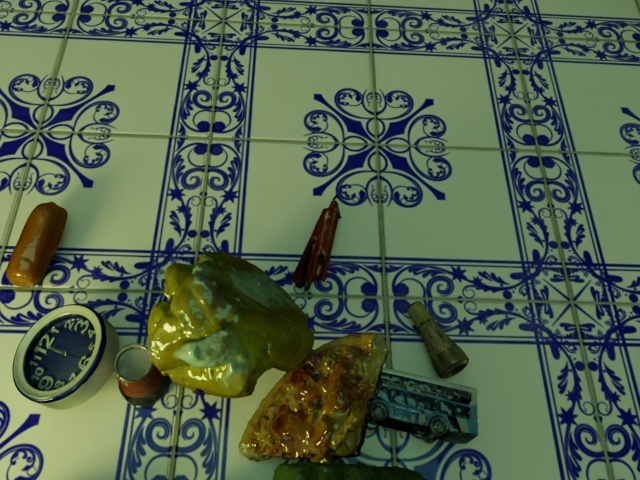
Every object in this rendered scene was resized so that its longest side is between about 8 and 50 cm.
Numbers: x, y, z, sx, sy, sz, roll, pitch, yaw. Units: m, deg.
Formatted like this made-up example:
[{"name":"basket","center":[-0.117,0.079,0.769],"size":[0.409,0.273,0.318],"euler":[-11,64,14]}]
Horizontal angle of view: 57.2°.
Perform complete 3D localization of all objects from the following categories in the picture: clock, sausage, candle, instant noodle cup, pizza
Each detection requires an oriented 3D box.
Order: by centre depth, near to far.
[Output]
[{"name":"pizza","center":[-0.009,0.357,1.269],"size":[0.408,0.114,0.278],"euler":[-39,36,9]},{"name":"instant noodle cup","center":[-0.410,0.296,1.330],"size":[0.127,0.136,0.127],"euler":[2,60,-3]},{"name":"clock","center":[-0.575,0.262,1.334],"size":[0.230,0.083,0.231],"euler":[-10,57,15]},{"name":"sausage","center":[-0.719,0.005,1.497],"size":[0.098,0.098,0.239],"euler":[10,62,2]},{"name":"candle","center":[0.000,0.000,1.568],"size":[0.084,0.059,0.302],"euler":[19,61,-4]}]

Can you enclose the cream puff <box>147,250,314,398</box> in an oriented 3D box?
[{"name":"cream puff","center":[-0.225,0.202,1.314],"size":[0.378,0.378,0.276],"euler":[36,102,15]}]

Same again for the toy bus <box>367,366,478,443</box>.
[{"name":"toy bus","center":[0.207,0.378,1.349],"size":[0.297,0.106,0.131],"euler":[14,59,2]}]

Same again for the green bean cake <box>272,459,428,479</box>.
[{"name":"green bean cake","center":[0.047,0.567,1.113],"size":[0.318,0.335,0.218],"euler":[4,51,1]}]

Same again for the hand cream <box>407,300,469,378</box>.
[{"name":"hand cream","center":[0.277,0.238,1.452],"size":[0.083,0.084,0.203],"euler":[-23,58,-16]}]
